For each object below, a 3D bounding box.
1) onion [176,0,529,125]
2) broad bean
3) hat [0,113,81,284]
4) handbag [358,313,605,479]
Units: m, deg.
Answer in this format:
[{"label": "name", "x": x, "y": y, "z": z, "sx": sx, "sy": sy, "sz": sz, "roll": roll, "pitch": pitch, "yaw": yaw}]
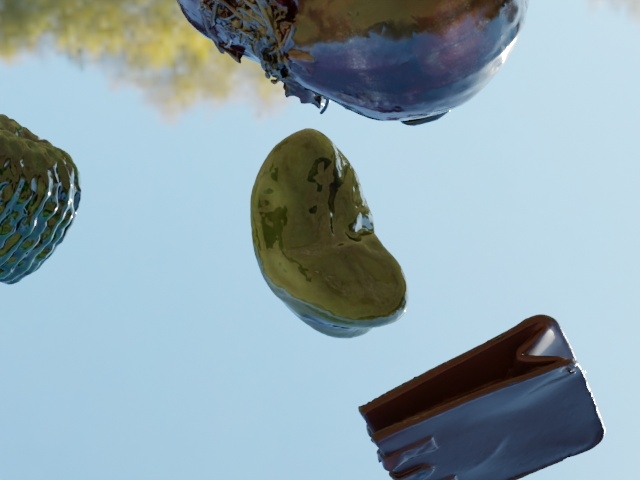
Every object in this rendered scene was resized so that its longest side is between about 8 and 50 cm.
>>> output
[{"label": "onion", "x": 0.025, "y": -0.194, "z": 1.257, "sx": 0.281, "sy": 0.221, "sz": 0.281, "roll": -6, "pitch": -136, "yaw": 5}, {"label": "broad bean", "x": 0.002, "y": -0.001, "z": 1.800, "sx": 0.153, "sy": 0.207, "sz": 0.072, "roll": -31, "pitch": -178, "yaw": -43}, {"label": "hat", "x": -0.453, "y": -0.002, "z": 2.163, "sx": 0.274, "sy": 0.332, "sz": 0.242, "roll": 27, "pitch": -174, "yaw": -32}, {"label": "handbag", "x": 0.204, "y": 0.224, "z": 2.317, "sx": 0.275, "sy": 0.260, "sz": 0.084, "roll": -25, "pitch": -124, "yaw": 3}]
